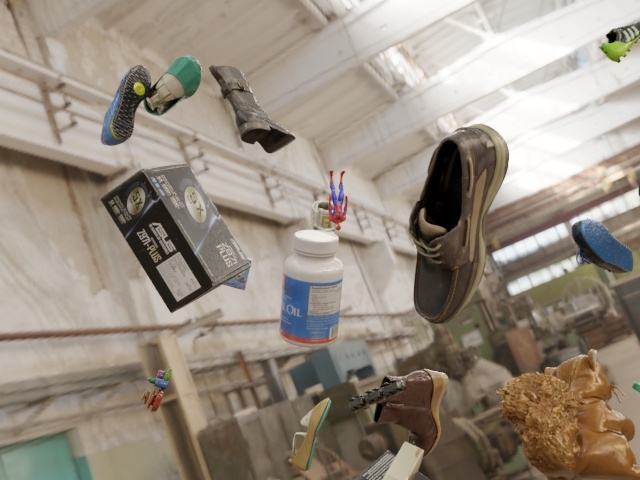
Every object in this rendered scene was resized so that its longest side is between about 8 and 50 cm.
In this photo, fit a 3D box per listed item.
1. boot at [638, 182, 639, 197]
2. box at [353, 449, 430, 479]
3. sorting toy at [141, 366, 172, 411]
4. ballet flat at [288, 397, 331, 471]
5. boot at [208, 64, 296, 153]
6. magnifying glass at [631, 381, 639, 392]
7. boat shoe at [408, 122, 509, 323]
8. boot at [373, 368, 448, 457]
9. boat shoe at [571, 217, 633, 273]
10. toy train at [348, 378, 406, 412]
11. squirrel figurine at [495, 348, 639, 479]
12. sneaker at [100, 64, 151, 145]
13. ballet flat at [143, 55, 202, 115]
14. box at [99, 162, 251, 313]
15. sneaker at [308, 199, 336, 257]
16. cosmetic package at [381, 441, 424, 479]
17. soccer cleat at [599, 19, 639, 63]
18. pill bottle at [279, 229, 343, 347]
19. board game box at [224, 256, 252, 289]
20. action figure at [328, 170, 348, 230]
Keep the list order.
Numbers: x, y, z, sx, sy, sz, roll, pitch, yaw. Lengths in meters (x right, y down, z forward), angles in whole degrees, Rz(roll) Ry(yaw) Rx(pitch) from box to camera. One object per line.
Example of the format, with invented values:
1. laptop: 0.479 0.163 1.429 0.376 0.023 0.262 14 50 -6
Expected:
1. boot: 0.715 -0.148 1.508 0.219 0.106 0.082 -62 20 -12
2. box: 0.186 0.584 1.521 0.143 0.270 0.165 -24 -43 -46
3. sorting toy: -0.339 0.299 1.550 0.042 0.102 0.061 22 -39 -10
4. ballet flat: -0.036 0.561 2.210 0.073 0.232 0.080 19 5 10
5. boot: -0.181 -0.364 2.048 0.091 0.229 0.263 -32 -18 20
6. magnifying glass: 0.904 0.420 1.970 0.092 0.026 0.231 23 5 -18
7. boat shoe: 0.204 -0.025 1.278 0.130 0.355 0.132 -6 22 -40
8. boot: 0.203 0.429 1.840 0.207 0.248 0.090 2 17 -37
9. boat shoe: 0.670 0.031 1.843 0.089 0.109 0.258 -10 -35 44
10. toy train: 0.103 0.286 1.389 0.036 0.027 0.158 9 -29 -33
11. squirrel figurine: 0.697 0.477 2.090 0.397 0.370 0.281 21 -34 -22
12. sneaker: -0.450 -0.308 1.721 0.082 0.209 0.069 -11 -34 43
13. ballet flat: -0.352 -0.347 1.763 0.087 0.083 0.247 -47 13 -29
14. box: -0.193 -0.009 1.036 0.077 0.180 0.147 -32 0 16
15. sneaker: 0.000 0.000 2.111 0.108 0.292 0.169 5 -57 -6
16. cosmetic package: 0.145 0.427 1.372 0.115 0.041 0.060 -42 -32 -52
17. soccer cleat: 0.773 -0.522 1.921 0.179 0.072 0.060 -45 -5 -27
18. pill bottle: -0.018 0.095 1.544 0.124 0.221 0.124 4 15 -1
19. board game box: -0.238 0.081 2.045 0.090 0.090 0.020 14 16 -1
20. action figure: 0.032 -0.075 1.428 0.038 0.115 0.030 1 -10 -13
